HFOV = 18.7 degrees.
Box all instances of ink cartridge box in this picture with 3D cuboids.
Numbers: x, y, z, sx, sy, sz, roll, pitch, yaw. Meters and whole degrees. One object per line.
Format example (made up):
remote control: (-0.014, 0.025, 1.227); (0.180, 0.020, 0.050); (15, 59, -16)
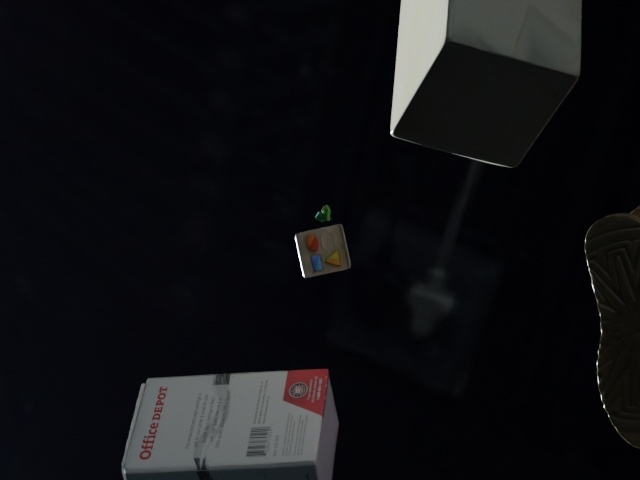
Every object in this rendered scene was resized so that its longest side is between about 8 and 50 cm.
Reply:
ink cartridge box: (-0.061, 0.144, 1.356); (0.135, 0.056, 0.099); (-3, -143, 10)

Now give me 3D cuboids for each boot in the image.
boot: (0.338, 0.077, 1.943); (0.089, 0.236, 0.269); (-7, 178, 18)

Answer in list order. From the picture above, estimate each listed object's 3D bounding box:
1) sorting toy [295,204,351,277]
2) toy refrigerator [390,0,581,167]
sorting toy: (0.000, 0.000, 2.401); (0.062, 0.083, 0.012); (-13, 174, 8)
toy refrigerator: (0.112, -0.187, 1.232); (0.094, 0.102, 0.269); (14, -126, -12)
